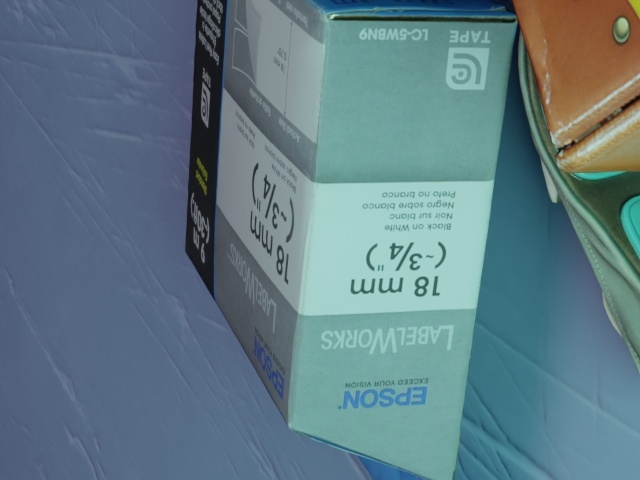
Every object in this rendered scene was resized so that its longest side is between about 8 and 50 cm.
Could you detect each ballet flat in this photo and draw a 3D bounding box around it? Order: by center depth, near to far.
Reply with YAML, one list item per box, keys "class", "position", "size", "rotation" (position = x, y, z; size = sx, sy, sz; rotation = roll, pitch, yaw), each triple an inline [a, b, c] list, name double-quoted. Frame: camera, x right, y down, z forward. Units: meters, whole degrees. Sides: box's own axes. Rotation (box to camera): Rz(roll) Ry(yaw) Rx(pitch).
- class: "ballet flat"
  position: [0.139, -0.017, 0.767]
  size: [0.213, 0.072, 0.068]
  rotation: [68, 155, 20]

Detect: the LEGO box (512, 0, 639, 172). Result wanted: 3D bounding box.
- class: "LEGO box"
  position: [0.220, -0.282, 0.404]
  size: [0.500, 0.193, 0.372]
  rotation: [-37, 62, 56]

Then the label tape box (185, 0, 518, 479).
- class: "label tape box"
  position: [0.000, 0.000, 0.920]
  size: [0.240, 0.106, 0.333]
  rotation: [-129, 40, -61]
